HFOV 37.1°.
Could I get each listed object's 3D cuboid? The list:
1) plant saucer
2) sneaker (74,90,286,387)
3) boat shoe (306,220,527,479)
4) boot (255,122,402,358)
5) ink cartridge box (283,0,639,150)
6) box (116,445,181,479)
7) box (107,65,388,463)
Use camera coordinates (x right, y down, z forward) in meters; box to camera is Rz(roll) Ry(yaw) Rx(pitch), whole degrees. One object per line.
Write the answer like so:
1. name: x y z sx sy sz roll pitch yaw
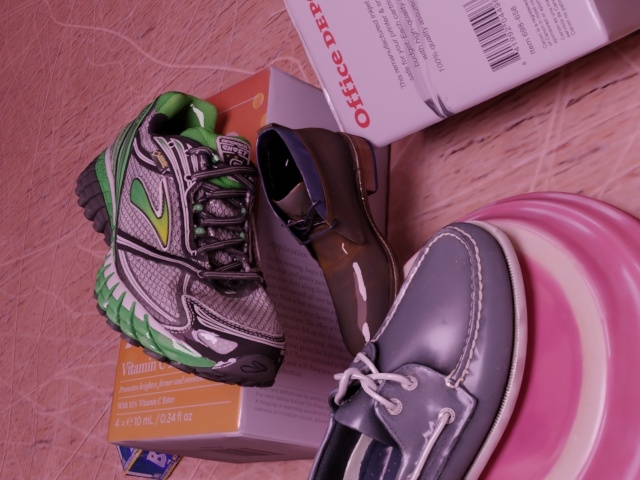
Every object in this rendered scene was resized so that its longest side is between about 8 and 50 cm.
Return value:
1. plant saucer: 0.139 0.114 0.747 0.332 0.084 0.332 -23 57 43
2. sneaker: -0.110 -0.015 0.790 0.146 0.134 0.343 -52 42 19
3. boat shoe: 0.057 0.131 0.690 0.116 0.099 0.319 18 89 52
4. boot: 0.000 0.000 0.802 0.082 0.106 0.219 -33 57 40
5. ink cartridge box: 0.114 -0.215 0.820 0.273 0.114 0.197 -21 95 44
6. box: -0.170 0.198 1.101 0.169 0.059 0.054 -55 39 19
7. box: -0.067 0.038 0.956 0.215 0.168 0.345 -17 62 45
